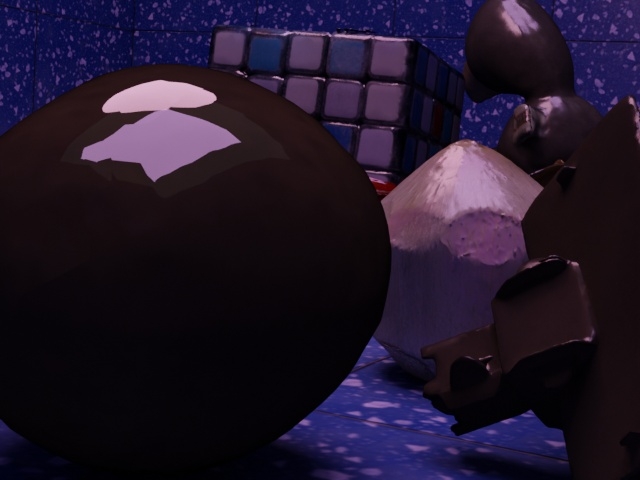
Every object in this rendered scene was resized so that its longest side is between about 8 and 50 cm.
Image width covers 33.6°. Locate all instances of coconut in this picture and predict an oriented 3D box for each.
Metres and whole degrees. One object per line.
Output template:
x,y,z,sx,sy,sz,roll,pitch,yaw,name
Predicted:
0.117,0.015,0.808,0.171,0.183,0.171,4,10,-1,coconut

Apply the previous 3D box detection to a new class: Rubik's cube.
0.018,-0.119,1.442,0.292,0.293,0.287,5,0,21,Rubik's cube

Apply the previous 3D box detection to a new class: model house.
0.184,0.059,0.586,0.243,0.211,0.204,-23,-49,20,model house

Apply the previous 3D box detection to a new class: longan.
-0.085,0.011,0.549,0.246,0.215,0.246,2,-6,0,longan

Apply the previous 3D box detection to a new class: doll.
0.319,-0.140,1.580,0.252,0.378,0.382,3,-17,-11,doll

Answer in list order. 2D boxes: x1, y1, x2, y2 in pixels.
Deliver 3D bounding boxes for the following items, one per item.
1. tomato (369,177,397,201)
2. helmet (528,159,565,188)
0.000,0.000,1.100,0.200,0.139,0.233,4,2,-39,tomato
0.216,-0.003,1.224,0.198,0.130,0.224,-25,1,-24,helmet
